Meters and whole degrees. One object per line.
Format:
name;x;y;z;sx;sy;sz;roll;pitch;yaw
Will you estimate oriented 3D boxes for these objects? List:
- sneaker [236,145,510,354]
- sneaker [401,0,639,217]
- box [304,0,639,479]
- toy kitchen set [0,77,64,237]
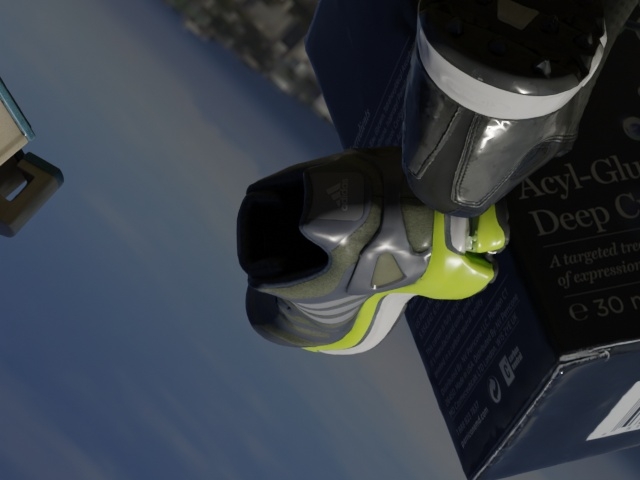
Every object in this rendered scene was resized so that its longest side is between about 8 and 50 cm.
sneaker;0.000;0.000;1.030;0.121;0.111;0.300;4;163;-19
sneaker;0.082;-0.091;0.659;0.078;0.106;0.234;26;-137;7
box;0.199;-0.064;1.242;0.212;0.293;0.395;112;142;-57
toy kitchen set;-0.304;-0.122;1.420;0.207;0.122;0.166;29;158;32
